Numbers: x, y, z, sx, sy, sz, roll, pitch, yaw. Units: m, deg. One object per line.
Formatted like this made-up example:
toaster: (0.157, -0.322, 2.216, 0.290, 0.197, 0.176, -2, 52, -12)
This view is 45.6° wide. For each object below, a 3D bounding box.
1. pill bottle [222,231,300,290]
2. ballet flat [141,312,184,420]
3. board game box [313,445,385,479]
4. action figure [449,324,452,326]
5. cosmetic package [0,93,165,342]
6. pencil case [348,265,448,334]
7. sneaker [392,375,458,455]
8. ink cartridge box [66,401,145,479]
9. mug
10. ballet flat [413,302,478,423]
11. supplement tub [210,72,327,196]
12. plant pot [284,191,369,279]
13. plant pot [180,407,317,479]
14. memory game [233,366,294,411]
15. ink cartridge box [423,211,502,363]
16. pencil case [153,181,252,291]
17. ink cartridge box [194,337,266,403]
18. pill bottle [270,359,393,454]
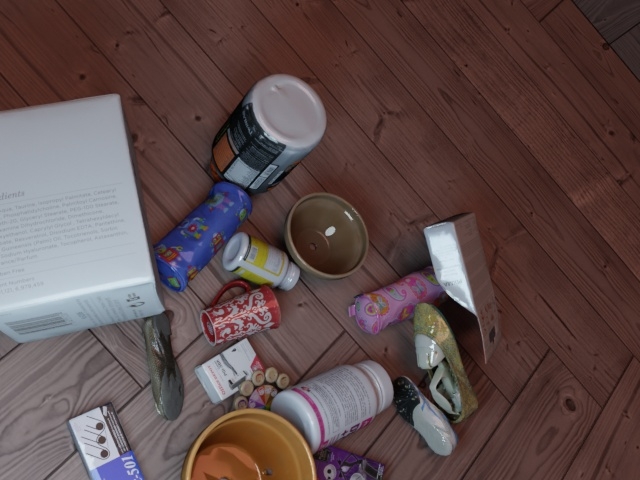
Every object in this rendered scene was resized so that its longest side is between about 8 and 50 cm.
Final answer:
pill bottle: (-0.145, 0.058, 1.897, 0.184, 0.103, 0.103, 28, 59, -31)
ballet flat: (-0.366, 0.286, 1.732, 0.084, 0.058, 0.250, 7, 68, -64)
board game box: (0.027, 0.670, 1.790, 0.208, 0.056, 0.347, 22, 62, -15)
action figure: (0.334, 0.276, 2.122, 0.038, 0.030, 0.115, 39, 59, -15)
cosmetic package: (-0.522, -0.035, 1.560, 0.327, 0.329, 0.394, -12, 76, -11)
pencil case: (0.217, 0.159, 2.053, 0.284, 0.124, 0.124, -19, 80, -32)
sneaker: (0.273, 0.454, 1.995, 0.237, 0.085, 0.086, 53, 28, 5)
ink cartridge box: (-0.452, 0.459, 1.617, 0.097, 0.046, 0.207, -21, 82, -32)
mug: (-0.204, 0.180, 1.844, 0.169, 0.150, 0.113, -18, 116, -28)
ballet flat: (0.313, 0.331, 1.993, 0.123, 0.123, 0.349, -36, 110, -34)
supplement tub: (-0.143, -0.246, 1.887, 0.207, 0.338, 0.207, 11, 66, -25)
plant pot: (0.000, 0.000, 2.003, 0.237, 0.109, 0.238, 11, 66, -25)
plant pot: (-0.180, 0.523, 1.643, 0.290, 0.203, 0.291, 10, 67, -25)
memory game: (-0.127, 0.393, 1.800, 0.186, 0.012, 0.186, 2, 87, -39)
ink cartridge box: (0.405, 0.124, 2.111, 0.308, 0.091, 0.385, -18, 95, -68)
pencil case: (-0.296, -0.014, 1.846, 0.133, 0.119, 0.306, 22, 54, 25)
ink cartridge box: (-0.213, 0.308, 1.798, 0.135, 0.056, 0.099, -30, 87, -34)
pill bottle: (0.034, 0.393, 1.823, 0.283, 0.160, 0.161, -16, 79, -41)
